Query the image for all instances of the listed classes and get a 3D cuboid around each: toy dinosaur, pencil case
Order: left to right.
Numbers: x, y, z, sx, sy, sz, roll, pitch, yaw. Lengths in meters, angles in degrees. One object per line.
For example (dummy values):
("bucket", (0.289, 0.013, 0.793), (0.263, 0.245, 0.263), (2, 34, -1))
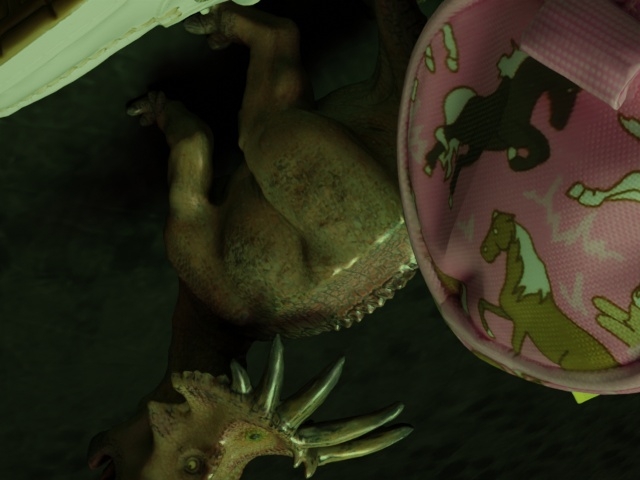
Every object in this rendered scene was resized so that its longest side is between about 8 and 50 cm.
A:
("toy dinosaur", (0.000, 0.000, 0.577), (0.127, 0.200, 0.296), (7, 138, -35))
("pencil case", (0.209, -0.059, 0.538), (0.386, 0.167, 0.160), (-19, -167, -35))

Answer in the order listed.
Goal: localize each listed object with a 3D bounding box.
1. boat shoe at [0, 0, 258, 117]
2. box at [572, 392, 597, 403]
("boat shoe", (-0.037, -0.125, 0.468), (0.277, 0.098, 0.096), (-35, 146, 17))
("box", (0.149, 0.016, 0.784), (0.058, 0.087, 0.232), (-25, 146, 7))
